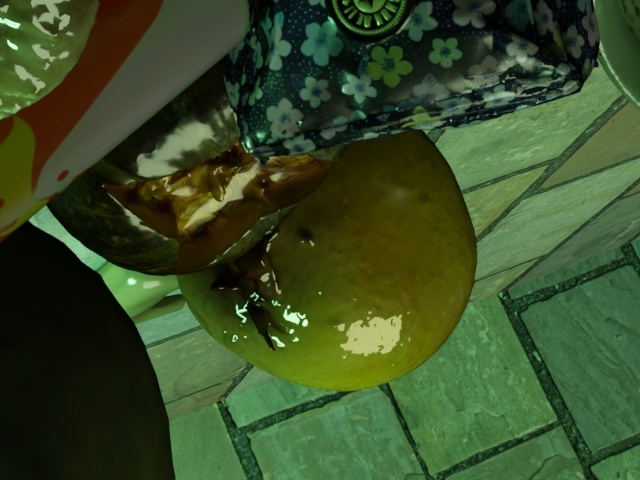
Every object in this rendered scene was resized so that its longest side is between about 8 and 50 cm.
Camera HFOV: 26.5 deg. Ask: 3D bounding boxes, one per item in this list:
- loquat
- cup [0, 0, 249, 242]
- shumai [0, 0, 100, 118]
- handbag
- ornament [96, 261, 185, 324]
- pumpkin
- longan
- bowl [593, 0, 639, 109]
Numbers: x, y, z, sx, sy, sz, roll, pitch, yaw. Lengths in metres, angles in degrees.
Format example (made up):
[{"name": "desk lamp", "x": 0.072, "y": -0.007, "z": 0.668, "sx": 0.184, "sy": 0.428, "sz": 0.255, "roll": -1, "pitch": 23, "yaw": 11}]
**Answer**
[{"name": "loquat", "x": 0.000, "y": 0.000, "z": 1.215, "sx": 0.275, "sy": 0.275, "sz": 0.275, "roll": -23, "pitch": 167, "yaw": -6}, {"name": "cup", "x": -0.187, "y": -0.078, "z": 0.676, "sx": 0.288, "sy": 0.203, "sz": 0.203, "roll": -38, "pitch": 172, "yaw": -19}, {"name": "shumai", "x": -0.173, "y": -0.159, "z": 0.554, "sx": 0.161, "sy": 0.209, "sz": 0.153, "roll": -43, "pitch": -159, "yaw": 34}, {"name": "handbag", "x": 0.041, "y": -0.161, "z": 0.754, "sx": 0.229, "sy": 0.207, "sz": 0.127, "roll": -10, "pitch": -174, "yaw": 18}, {"name": "ornament", "x": -0.227, "y": 0.062, "z": 1.481, "sx": 0.245, "sy": 0.061, "sz": 0.230, "roll": -13, "pitch": 165, "yaw": -45}, {"name": "pumpkin", "x": -0.090, "y": -0.087, "z": 0.929, "sx": 0.238, "sy": 0.159, "sz": 0.238, "roll": -24, "pitch": 145, "yaw": -18}, {"name": "longan", "x": -0.315, "y": 0.152, "z": 0.937, "sx": 0.404, "sy": 0.404, "sz": 0.436, "roll": -10, "pitch": 167, "yaw": -47}, {"name": "bowl", "x": 0.346, "y": -0.232, "z": 1.062, "sx": 0.289, "sy": 0.146, "sz": 0.289, "roll": 1, "pitch": 128, "yaw": 2}]
